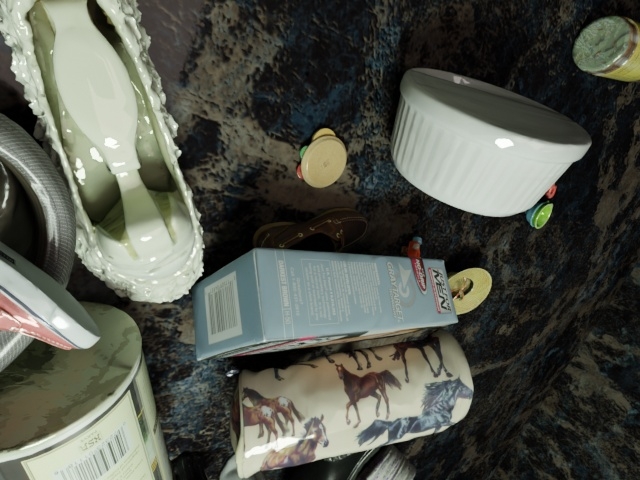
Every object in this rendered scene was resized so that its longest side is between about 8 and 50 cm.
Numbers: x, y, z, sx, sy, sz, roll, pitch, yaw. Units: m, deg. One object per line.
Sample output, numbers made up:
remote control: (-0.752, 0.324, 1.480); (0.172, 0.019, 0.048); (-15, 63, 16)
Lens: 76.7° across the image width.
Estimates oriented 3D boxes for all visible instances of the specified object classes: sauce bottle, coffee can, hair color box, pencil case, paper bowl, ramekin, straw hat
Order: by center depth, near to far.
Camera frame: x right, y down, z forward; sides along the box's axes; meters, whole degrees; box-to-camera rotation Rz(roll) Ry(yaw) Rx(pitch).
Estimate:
coffee can: (-0.292, 0.240, 0.473); (0.202, 0.201, 0.275); (-16, 124, -30)
ramekin: (0.229, -0.146, 0.600); (0.273, 0.273, 0.127); (-10, 134, -33)
hair color box: (0.020, 0.100, 0.623); (0.374, 0.185, 0.113); (4, 69, -39)
pencil case: (0.053, 0.260, 0.688); (0.410, 0.183, 0.159); (-7, 109, -13)
sauce bottle: (0.684, -0.407, 0.885); (0.344, 0.111, 0.111); (-10, 122, -35)
straw hat: (0.322, 0.105, 0.956); (0.145, 0.061, 0.144); (-8, 122, -14)
paper bowl: (0.145, 0.695, 1.058); (0.284, 0.148, 0.284); (-42, 159, -20)

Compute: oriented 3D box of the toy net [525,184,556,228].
toy net: (0.575, -0.147, 1.003); (0.122, 0.045, 0.232); (-19, 126, -28)

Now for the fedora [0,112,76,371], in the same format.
fedora: (-0.352, 0.002, 0.332); (0.244, 0.124, 0.275); (25, 92, -45)

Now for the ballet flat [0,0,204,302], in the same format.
ballet flat: (-0.202, -0.067, 0.401); (0.147, 0.147, 0.408); (-24, 129, -24)

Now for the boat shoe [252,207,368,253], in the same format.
boat shoe: (0.000, 0.000, 0.638); (0.207, 0.073, 0.073); (-16, 122, -31)

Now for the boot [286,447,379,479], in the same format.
boot: (-0.002, 0.440, 0.866); (0.348, 0.131, 0.260); (-49, 137, -9)

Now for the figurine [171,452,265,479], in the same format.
figurine: (-0.157, 0.495, 0.725); (0.215, 0.209, 0.092); (24, 101, -44)

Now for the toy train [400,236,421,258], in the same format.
toy train: (0.174, 0.082, 0.816); (0.125, 0.046, 0.166); (55, 44, -61)

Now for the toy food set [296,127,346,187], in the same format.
toy food set: (0.003, -0.118, 0.602); (0.082, 0.020, 0.083); (-49, 135, -1)

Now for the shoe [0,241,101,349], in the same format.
shoe: (-0.262, 0.047, 0.305); (0.081, 0.063, 0.178); (-44, 128, -16)
